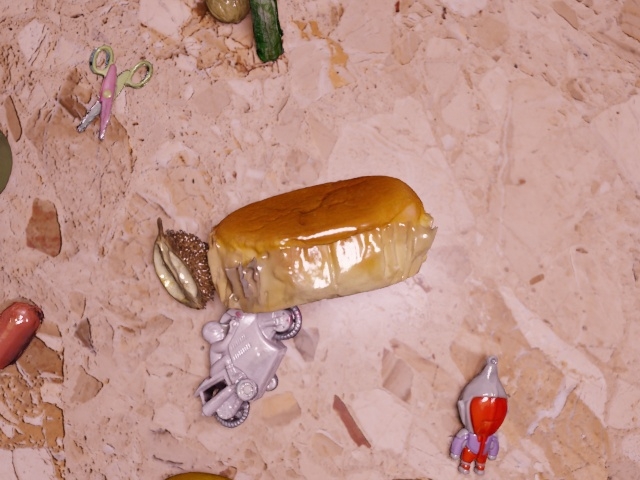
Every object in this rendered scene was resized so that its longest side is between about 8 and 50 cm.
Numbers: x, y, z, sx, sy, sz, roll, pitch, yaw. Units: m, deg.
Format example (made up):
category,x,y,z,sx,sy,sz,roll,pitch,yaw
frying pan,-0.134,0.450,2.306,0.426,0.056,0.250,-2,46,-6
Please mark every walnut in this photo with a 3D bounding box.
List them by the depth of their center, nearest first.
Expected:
category,x,y,z,sx,sy,sz,roll,pitch,yaw
walnut,-0.184,-0.475,1.015,0.092,0.092,0.092,0,85,0

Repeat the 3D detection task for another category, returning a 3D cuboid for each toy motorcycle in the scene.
category,x,y,z,sx,sy,sz,roll,pitch,yaw
toy motorcycle,-0.149,0.204,0.953,0.170,0.110,0.260,31,93,19

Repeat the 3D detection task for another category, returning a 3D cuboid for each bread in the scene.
category,x,y,z,sx,sy,sz,roll,pitch,yaw
bread,-0.004,-0.002,0.911,0.388,0.236,0.183,-12,103,-11

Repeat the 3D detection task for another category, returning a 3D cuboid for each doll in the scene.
category,x,y,z,sx,sy,sz,roll,pitch,yaw
doll,0.298,0.322,0.949,0.102,0.075,0.228,5,95,-14

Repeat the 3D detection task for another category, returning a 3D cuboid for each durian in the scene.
category,x,y,z,sx,sy,sz,roll,pitch,yaw
durian,-0.243,0.036,0.953,0.091,0.148,0.189,-36,99,-37

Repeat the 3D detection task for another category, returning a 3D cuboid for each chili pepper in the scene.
category,x,y,z,sx,sy,sz,roll,pitch,yaw
chili pepper,-0.103,-0.416,0.935,0.059,0.227,0.088,-3,81,0

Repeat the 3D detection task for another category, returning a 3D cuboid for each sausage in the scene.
category,x,y,z,sx,sy,sz,roll,pitch,yaw
sausage,-0.582,0.177,0.963,0.076,0.076,0.141,34,87,3

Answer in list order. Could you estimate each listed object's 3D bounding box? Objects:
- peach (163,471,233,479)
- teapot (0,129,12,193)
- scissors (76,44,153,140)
category,x,y,z,sx,sy,sz,roll,pitch,yaw
peach,-0.220,0.537,0.901,0.251,0.153,0.251,-3,72,9
teapot,-0.742,-0.170,0.861,0.270,0.337,0.200,6,85,2
scissors,-0.425,-0.292,1.028,0.133,0.020,0.187,21,84,5
